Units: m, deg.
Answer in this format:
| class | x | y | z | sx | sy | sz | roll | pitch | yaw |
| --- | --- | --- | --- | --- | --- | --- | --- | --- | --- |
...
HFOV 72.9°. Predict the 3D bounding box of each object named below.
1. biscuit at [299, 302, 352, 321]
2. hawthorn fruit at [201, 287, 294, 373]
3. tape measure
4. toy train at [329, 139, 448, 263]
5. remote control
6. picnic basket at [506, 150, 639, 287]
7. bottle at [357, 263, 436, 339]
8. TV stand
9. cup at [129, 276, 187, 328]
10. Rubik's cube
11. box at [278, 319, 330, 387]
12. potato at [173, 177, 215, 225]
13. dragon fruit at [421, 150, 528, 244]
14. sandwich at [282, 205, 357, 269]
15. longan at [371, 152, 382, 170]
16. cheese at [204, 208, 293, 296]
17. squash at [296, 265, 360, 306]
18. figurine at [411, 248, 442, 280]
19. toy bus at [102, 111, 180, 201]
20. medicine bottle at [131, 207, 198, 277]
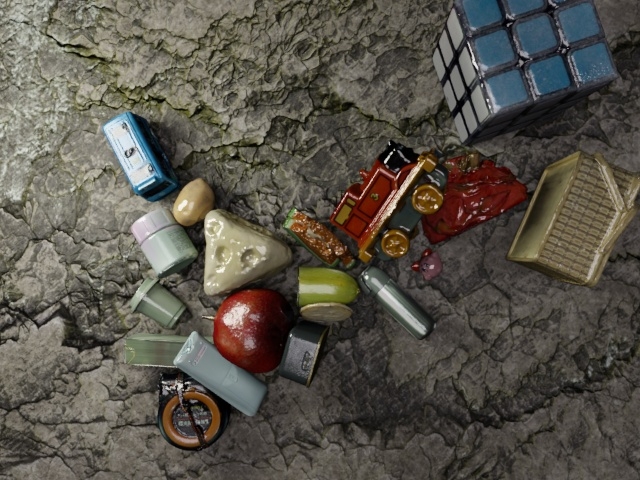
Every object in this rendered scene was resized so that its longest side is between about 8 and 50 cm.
| class | x | y | z | sx | sy | sz | roll | pitch | yaw |
| --- | --- | --- | --- | --- | --- | --- | --- | --- | --- |
| biscuit | 0.015 | 0.204 | 1.219 | 0.152 | 0.152 | 0.020 | -3 | 62 | 4 |
| hawthorn fruit | -0.210 | 0.235 | 1.203 | 0.266 | 0.210 | 0.230 | 14 | 82 | 9 |
| tape measure | -0.362 | 0.483 | 1.246 | 0.202 | 0.135 | 0.223 | -3 | 91 | -6 |
| toy train | 0.178 | -0.095 | 1.154 | 0.232 | 0.163 | 0.369 | 33 | 116 | 4 |
| remote control | -0.264 | 0.374 | 1.204 | 0.293 | 0.051 | 0.103 | 44 | 51 | -23 |
| picnic basket | 0.660 | -0.052 | 1.133 | 0.175 | 0.228 | 0.313 | 23 | 91 | 6 |
| bottle | 0.212 | 0.177 | 1.230 | 0.254 | 0.079 | 0.096 | 44 | 48 | 3 |
| TV stand | -0.427 | 0.324 | 1.272 | 0.270 | 0.088 | 0.082 | 3 | 90 | 4 |
| cup | -0.472 | 0.187 | 1.274 | 0.141 | 0.120 | 0.120 | 34 | 91 | -9 |
| Rubik's cube | 0.498 | -0.455 | 1.118 | 0.305 | 0.304 | 0.301 | -19 | 87 | 5 |
| box | -0.042 | 0.302 | 1.192 | 0.090 | 0.201 | 0.144 | 17 | 91 | 8 |
| potato | -0.367 | -0.109 | 1.267 | 0.112 | 0.112 | 0.147 | 31 | 71 | 4 |
| dragon fruit | 0.408 | -0.142 | 1.192 | 0.317 | 0.152 | 0.205 | -29 | 86 | 4 |
| sandwich | 0.000 | 0.007 | 1.223 | 0.235 | 0.159 | 0.079 | 40 | 86 | -16 |
| longan | 0.201 | -0.203 | 1.236 | 0.113 | 0.092 | 0.113 | 0 | 93 | 5 |
| cheese | -0.208 | 0.020 | 1.226 | 0.248 | 0.173 | 0.251 | -10 | 83 | 5 |
| squash | 0.020 | 0.132 | 1.230 | 0.187 | 0.123 | 0.123 | 1 | 89 | 2 |
| figurine | 0.314 | 0.071 | 1.235 | 0.067 | 0.071 | 0.083 | 22 | 101 | -37 |
| toy bus | -0.522 | -0.242 | 1.268 | 0.113 | 0.134 | 0.246 | -28 | 86 | 3 |
| medicine bottle | -0.452 | 0.007 | 1.259 | 0.135 | 0.135 | 0.168 | -33 | 87 | 3 |
